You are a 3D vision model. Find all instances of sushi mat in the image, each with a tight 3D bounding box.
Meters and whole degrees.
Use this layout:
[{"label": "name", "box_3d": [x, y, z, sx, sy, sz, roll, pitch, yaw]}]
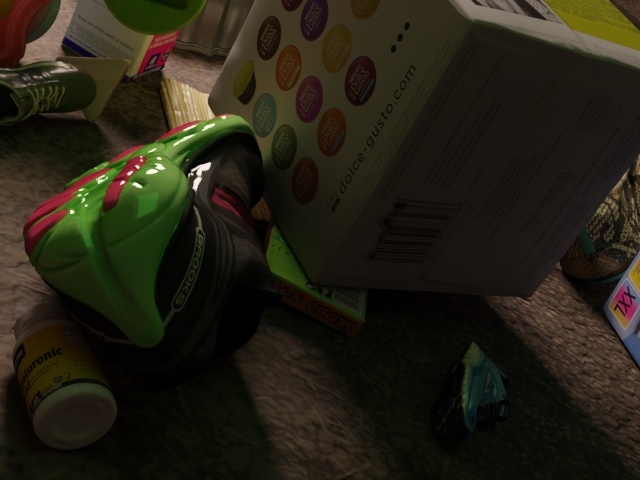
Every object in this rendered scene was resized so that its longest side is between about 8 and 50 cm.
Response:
[{"label": "sushi mat", "box_3d": [-0.116, -0.109, 1.463, 0.151, 0.019, 0.317, 17, 27, -25]}]

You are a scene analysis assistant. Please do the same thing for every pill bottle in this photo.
[{"label": "pill bottle", "box_3d": [-0.207, 0.103, 0.917, 0.065, 0.065, 0.116, 9, 30, -34]}]

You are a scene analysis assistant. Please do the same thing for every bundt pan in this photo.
[{"label": "bundt pan", "box_3d": [-0.232, -0.422, 1.814, 0.330, 0.124, 0.331, 23, 25, -12]}]

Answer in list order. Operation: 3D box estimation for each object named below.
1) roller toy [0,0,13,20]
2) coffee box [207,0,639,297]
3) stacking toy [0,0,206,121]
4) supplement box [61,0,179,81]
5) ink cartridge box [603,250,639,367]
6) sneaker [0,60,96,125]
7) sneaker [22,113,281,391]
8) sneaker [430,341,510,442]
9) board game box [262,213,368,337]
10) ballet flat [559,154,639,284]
[{"label": "roller toy", "box_3d": [-0.453, -0.259, 1.222, 0.191, 0.146, 0.209, 22, 37, 32]}, {"label": "coffee box", "box_3d": [0.128, -0.171, 1.323, 0.338, 0.338, 0.334, 5, 40, -37]}, {"label": "stacking toy", "box_3d": [-0.284, -0.320, 1.409, 0.279, 0.309, 0.130, 42, 9, -4]}, {"label": "supplement box", "box_3d": [-0.235, -0.336, 1.533, 0.114, 0.220, 0.111, 31, 26, 8]}, {"label": "ink cartridge box", "box_3d": [0.531, 0.114, 1.390, 0.151, 0.270, 0.395, 14, 28, -23]}, {"label": "sneaker", "box_3d": [-0.333, -0.156, 1.284, 0.192, 0.064, 0.086, 2, 35, -32]}, {"label": "sneaker", "box_3d": [-0.137, 0.010, 1.088, 0.483, 0.185, 0.202, -64, 131, -73]}, {"label": "sneaker", "box_3d": [0.164, 0.160, 1.185, 0.073, 0.063, 0.162, 33, 26, 4]}, {"label": "board game box", "box_3d": [0.000, 0.000, 1.322, 0.124, 0.039, 0.259, 28, 32, -10]}, {"label": "ballet flat", "box_3d": [0.424, -0.102, 1.784, 0.182, 0.164, 0.483, 62, 24, -13]}]
